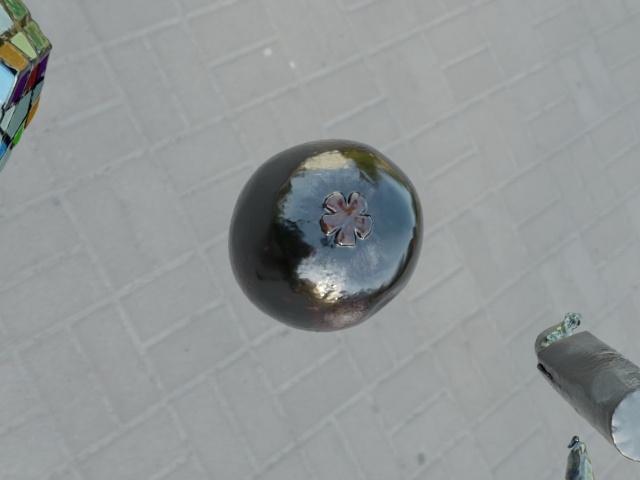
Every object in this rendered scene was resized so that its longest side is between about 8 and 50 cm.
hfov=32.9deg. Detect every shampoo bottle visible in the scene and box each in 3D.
[{"bbox_3d":[0.218,0.107,0.855,0.063,0.208,0.057,-35,104,0],"label":"shampoo bottle"}]

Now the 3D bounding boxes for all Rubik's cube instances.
[{"bbox_3d":[-0.207,-0.088,0.565,0.133,0.133,0.112,0,85,-38],"label":"Rubik's cube"}]

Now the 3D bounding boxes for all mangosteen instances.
[{"bbox_3d":[0.000,0.000,1.503,0.274,0.302,0.275,3,76,-11],"label":"mangosteen"}]

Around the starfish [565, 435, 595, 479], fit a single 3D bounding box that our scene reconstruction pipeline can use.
[{"bbox_3d":[0.125,0.305,0.523,0.358,0.347,0.078,-52,144,8],"label":"starfish"}]
